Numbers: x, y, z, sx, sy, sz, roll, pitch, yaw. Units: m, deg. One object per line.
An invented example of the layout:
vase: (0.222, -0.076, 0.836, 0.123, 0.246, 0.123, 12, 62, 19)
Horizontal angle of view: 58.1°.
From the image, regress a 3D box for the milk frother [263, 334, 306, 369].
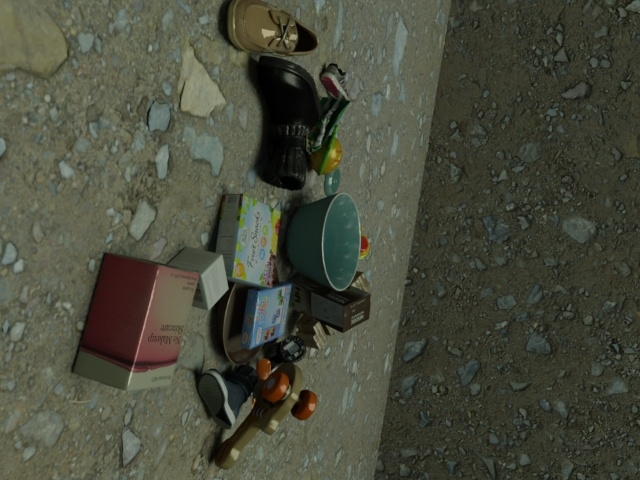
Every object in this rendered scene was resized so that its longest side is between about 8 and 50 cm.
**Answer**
milk frother: (-0.134, 0.327, 1.804, 0.143, 0.129, 0.135, 69, -26, 11)

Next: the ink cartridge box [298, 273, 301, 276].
ink cartridge box: (0.003, 0.112, 2.077, 0.261, 0.066, 0.296, 28, 73, -42)

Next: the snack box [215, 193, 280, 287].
snack box: (-0.182, 0.005, 1.449, 0.174, 0.070, 0.207, 26, 66, -58)

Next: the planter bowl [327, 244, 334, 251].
planter bowl: (0.056, 0.040, 2.016, 0.217, 0.090, 0.217, -3, 94, -45)

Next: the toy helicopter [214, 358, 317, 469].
toy helicopter: (-0.182, 0.490, 1.636, 0.140, 0.235, 0.355, 39, 92, -24)

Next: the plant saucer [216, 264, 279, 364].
plant saucer: (-0.204, 0.186, 1.597, 0.310, 0.050, 0.310, 13, 90, -70)

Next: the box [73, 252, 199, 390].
box: (-0.344, 0.153, 1.098, 0.148, 0.127, 0.232, 26, 77, -69)

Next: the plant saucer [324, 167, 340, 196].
plant saucer: (0.046, -0.214, 2.070, 0.119, 0.021, 0.119, 11, 90, -69)

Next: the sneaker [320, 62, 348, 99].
sneaker: (0.057, -0.516, 1.872, 0.170, 0.063, 0.074, 36, 74, -63)

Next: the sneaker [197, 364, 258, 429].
sneaker: (-0.242, 0.373, 1.538, 0.226, 0.086, 0.163, 85, 28, -42)

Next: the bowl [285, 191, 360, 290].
bowl: (0.000, 0.000, 1.830, 0.311, 0.163, 0.311, 3, 90, -66)

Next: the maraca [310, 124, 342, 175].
maraca: (0.023, -0.284, 1.826, 0.185, 0.099, 0.127, 114, -9, -50)

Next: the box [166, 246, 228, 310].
box: (-0.273, 0.083, 1.282, 0.087, 0.102, 0.101, -51, 146, -47)

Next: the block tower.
block tower: (0.050, 0.231, 2.022, 0.335, 0.097, 0.091, -46, 124, -35)

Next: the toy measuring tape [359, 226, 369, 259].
toy measuring tape: (0.124, 0.081, 2.271, 0.121, 0.121, 0.330, 59, 40, -61)

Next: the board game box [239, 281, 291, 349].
board game box: (-0.150, 0.206, 1.624, 0.211, 0.039, 0.160, -4, 105, -69)

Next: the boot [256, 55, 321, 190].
boot: (-0.094, -0.291, 1.506, 0.348, 0.131, 0.260, 42, 61, -67)

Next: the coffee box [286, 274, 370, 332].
coffee box: (0.023, 0.192, 1.868, 0.141, 0.247, 0.098, -20, 121, -44)

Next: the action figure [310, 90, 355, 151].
action figure: (-0.001, -0.354, 1.771, 0.063, 0.137, 0.232, 38, 72, -42)

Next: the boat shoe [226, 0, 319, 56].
boat shoe: (-0.106, -0.507, 1.383, 0.341, 0.110, 0.121, -28, 127, -64)
